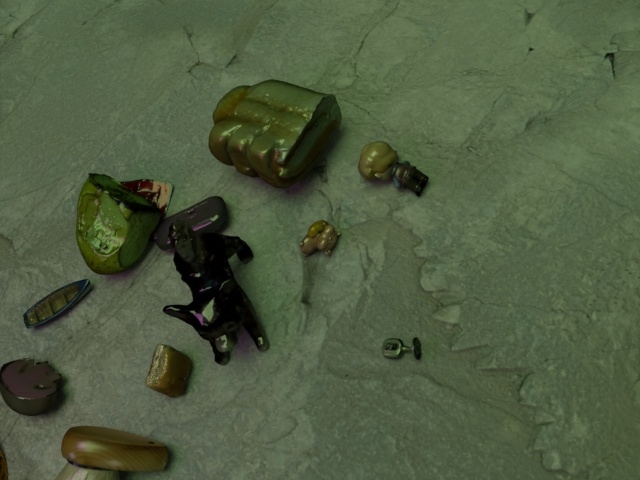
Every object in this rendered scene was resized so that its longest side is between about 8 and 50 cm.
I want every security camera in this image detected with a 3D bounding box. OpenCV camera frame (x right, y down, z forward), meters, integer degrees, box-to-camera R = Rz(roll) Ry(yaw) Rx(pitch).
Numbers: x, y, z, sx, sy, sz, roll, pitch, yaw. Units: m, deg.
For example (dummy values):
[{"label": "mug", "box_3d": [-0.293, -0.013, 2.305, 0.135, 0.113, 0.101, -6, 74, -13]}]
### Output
[{"label": "security camera", "box_3d": [0.193, 0.263, 1.671, 0.092, 0.058, 0.058, -8, 64, 24]}]

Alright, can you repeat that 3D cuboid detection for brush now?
[{"label": "brush", "box_3d": [-0.517, 0.563, 1.702, 0.267, 0.174, 0.166, 8, 82, 2]}]

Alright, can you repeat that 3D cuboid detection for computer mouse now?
[{"label": "computer mouse", "box_3d": [-0.371, -0.047, 1.988, 0.232, 0.057, 0.120, -26, 51, 8]}]

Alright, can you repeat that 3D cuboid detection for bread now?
[{"label": "bread", "box_3d": [-0.391, 0.339, 1.788, 0.082, 0.106, 0.125, 7, 70, 21]}, {"label": "bread", "box_3d": [-0.146, -0.300, 1.953, 0.341, 0.210, 0.300, 19, 62, 25]}]

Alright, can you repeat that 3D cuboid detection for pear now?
[{"label": "pear", "box_3d": [-0.619, -0.041, 1.973, 0.238, 0.164, 0.255, 33, 104, 20]}]

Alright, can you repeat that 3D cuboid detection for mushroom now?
[{"label": "mushroom", "box_3d": [-0.799, 0.410, 1.883, 0.188, 0.141, 0.117, 33, 113, 30]}]

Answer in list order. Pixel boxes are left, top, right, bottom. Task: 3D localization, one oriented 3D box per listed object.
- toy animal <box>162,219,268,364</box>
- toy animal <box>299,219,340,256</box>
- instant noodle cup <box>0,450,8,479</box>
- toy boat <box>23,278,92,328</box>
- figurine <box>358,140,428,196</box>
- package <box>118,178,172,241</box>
[{"label": "toy animal", "box_3d": [-0.282, 0.126, 1.743, 0.194, 0.302, 0.344, -24, 60, 9]}, {"label": "toy animal", "box_3d": [0.000, 0.000, 1.836, 0.082, 0.091, 0.114, 39, 80, 14]}, {"label": "instant noodle cup", "box_3d": [-0.957, 0.625, 1.788, 0.172, 0.216, 0.215, -30, 60, 13]}, {"label": "toy boat", "box_3d": [-0.762, 0.183, 2.015, 0.229, 0.046, 0.080, -33, 60, 0]}, {"label": "figurine", "box_3d": [0.197, -0.193, 1.865, 0.196, 0.108, 0.114, 28, 87, 9]}, {"label": "package", "box_3d": [-0.595, -0.103, 2.085, 0.269, 0.071, 0.194, 8, 83, 17]}]
